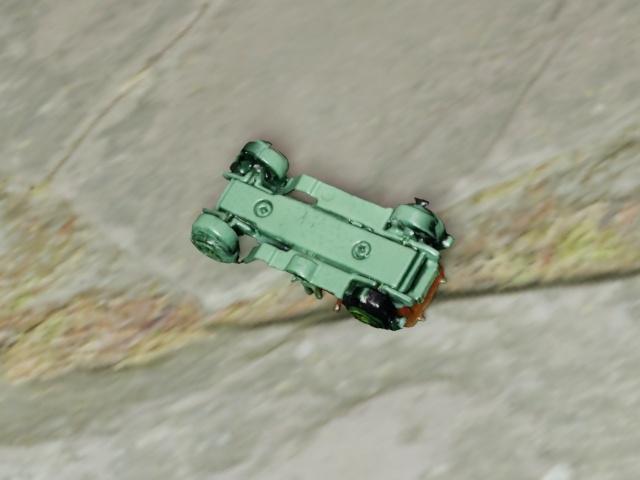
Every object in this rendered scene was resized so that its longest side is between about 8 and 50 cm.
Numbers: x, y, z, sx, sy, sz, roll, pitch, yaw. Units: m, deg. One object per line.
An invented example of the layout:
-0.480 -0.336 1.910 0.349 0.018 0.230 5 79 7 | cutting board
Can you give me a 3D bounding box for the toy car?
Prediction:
0.000 0.000 1.108 0.143 0.054 0.073 21 71 24 | toy car
